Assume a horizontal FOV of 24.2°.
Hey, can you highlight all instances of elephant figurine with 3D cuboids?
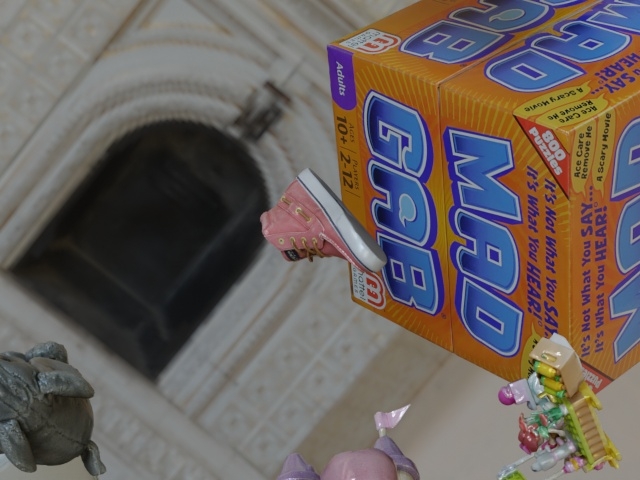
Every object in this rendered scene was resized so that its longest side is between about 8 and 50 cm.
[{"bbox_3d":[-0.355,0.193,1.759,0.186,0.169,0.239,-2,-11,-5],"label":"elephant figurine"}]

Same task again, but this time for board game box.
[{"bbox_3d":[0.268,-0.088,1.756,0.356,0.356,0.356,26,-46,41],"label":"board game box"}]

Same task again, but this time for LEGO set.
[{"bbox_3d":[0.210,0.185,1.436,0.132,0.107,0.287,60,-2,13],"label":"LEGO set"}]

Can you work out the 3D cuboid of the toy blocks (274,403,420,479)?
[{"bbox_3d":[-0.021,0.306,1.346,0.260,0.289,0.309,-102,164,-48],"label":"toy blocks"}]

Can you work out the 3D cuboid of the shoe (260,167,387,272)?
[{"bbox_3d":[0.000,0.000,1.520,0.063,0.081,0.178,41,7,-39],"label":"shoe"}]

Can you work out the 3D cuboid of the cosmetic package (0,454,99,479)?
[{"bbox_3d":[-0.546,0.394,2.085,0.329,0.394,0.327,25,-41,40],"label":"cosmetic package"}]
